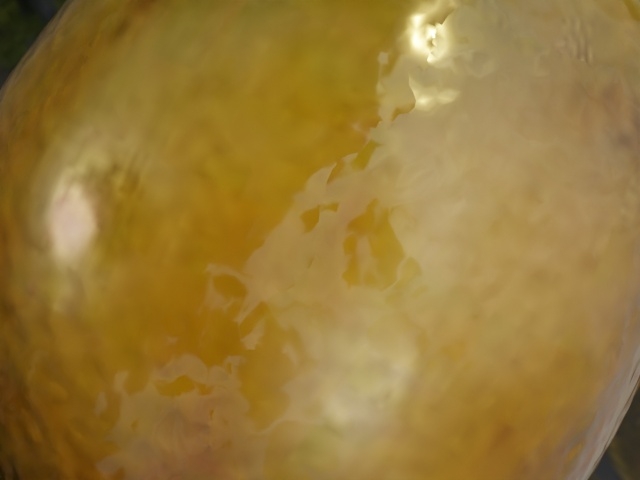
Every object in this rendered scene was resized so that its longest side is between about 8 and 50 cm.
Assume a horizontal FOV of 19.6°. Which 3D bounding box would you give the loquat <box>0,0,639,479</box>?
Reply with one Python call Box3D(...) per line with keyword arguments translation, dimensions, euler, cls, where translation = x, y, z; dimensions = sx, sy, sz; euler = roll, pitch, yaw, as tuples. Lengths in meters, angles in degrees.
Box3D(translation=(0.000, 0.000, 0.478), dimensions=(0.227, 0.179, 0.179), euler=(-58, 154, 6), cls="loquat")
